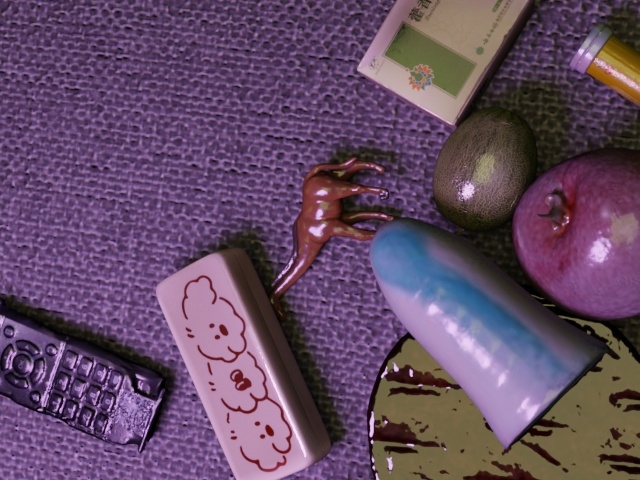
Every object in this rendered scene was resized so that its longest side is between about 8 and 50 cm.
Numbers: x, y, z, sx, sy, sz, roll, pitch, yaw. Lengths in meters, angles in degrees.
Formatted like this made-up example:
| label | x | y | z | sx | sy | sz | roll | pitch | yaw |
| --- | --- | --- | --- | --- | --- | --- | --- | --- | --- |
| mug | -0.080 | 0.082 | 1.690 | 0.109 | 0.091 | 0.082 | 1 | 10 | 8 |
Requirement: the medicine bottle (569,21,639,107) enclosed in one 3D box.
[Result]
| label | x | y | z | sx | sy | sz | roll | pitch | yaw |
| --- | --- | --- | --- | --- | --- | --- | --- | --- | --- |
| medicine bottle | 0.451 | -0.210 | 1.515 | 0.218 | 0.074 | 0.074 | 36 | 97 | 9 |

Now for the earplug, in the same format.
| label | x | y | z | sx | sy | sz | roll | pitch | yaw |
| --- | --- | --- | --- | --- | --- | --- | --- | --- | --- |
| earplug | 0.194 | 0.093 | 1.448 | 0.185 | 0.185 | 0.324 | -47 | 73 | 9 |

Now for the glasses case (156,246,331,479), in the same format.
| label | x | y | z | sx | sy | sz | roll | pitch | yaw |
| --- | --- | --- | --- | --- | --- | --- | --- | --- | --- |
| glasses case | -0.114 | 0.186 | 1.620 | 0.144 | 0.076 | 0.336 | -29 | 83 | 29 |

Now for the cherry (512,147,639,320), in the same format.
| label | x | y | z | sx | sy | sz | roll | pitch | yaw |
| --- | --- | --- | --- | --- | --- | --- | --- | --- | --- |
| cherry | 0.392 | -0.007 | 1.439 | 0.307 | 0.261 | 0.221 | 2 | 83 | -30 |

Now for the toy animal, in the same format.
| label | x | y | z | sx | sy | sz | roll | pitch | yaw |
| --- | --- | --- | --- | --- | --- | --- | --- | --- | --- |
| toy animal | 0.000 | 0.000 | 1.623 | 0.229 | 0.066 | 0.224 | -9 | 102 | 10 |

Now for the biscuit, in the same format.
| label | x | y | z | sx | sy | sz | roll | pitch | yaw |
| --- | --- | --- | --- | --- | --- | --- | --- | --- | --- |
| biscuit | 0.268 | 0.265 | 1.546 | 0.407 | 0.091 | 0.407 | -1 | 87 | 12 |

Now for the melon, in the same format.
| label | x | y | z | sx | sy | sz | roll | pitch | yaw |
| --- | --- | --- | --- | --- | --- | --- | --- | --- | --- |
| melon | 0.226 | -0.090 | 1.532 | 0.139 | 0.139 | 0.192 | 24 | 99 | 12 |

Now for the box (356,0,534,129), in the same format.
| label | x | y | z | sx | sy | sz | roll | pitch | yaw |
| --- | --- | --- | --- | --- | --- | --- | --- | --- | --- |
| box | 0.177 | -0.287 | 1.567 | 0.168 | 0.095 | 0.212 | 32 | 96 | 14 |

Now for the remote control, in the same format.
| label | x | y | z | sx | sy | sz | roll | pitch | yaw |
| --- | --- | --- | --- | --- | --- | --- | --- | --- | --- |
| remote control | -0.422 | 0.194 | 1.714 | 0.399 | 0.062 | 0.144 | 21 | 93 | 14 |
